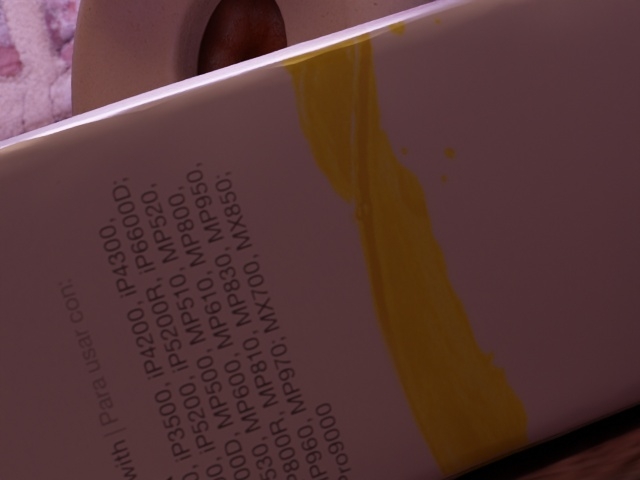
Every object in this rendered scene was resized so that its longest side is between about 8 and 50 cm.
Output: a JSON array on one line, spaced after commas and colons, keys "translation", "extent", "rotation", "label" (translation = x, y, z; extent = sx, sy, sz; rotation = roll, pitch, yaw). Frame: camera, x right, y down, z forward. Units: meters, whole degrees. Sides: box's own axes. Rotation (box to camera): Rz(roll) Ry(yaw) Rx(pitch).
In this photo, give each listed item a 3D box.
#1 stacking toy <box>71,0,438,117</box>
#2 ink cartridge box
[{"translation": [0.094, -0.107, 1.430], "extent": [0.480, 0.350, 0.351], "rotation": [4, -11, -42], "label": "stacking toy"}, {"translation": [0.009, 0.001, 0.782], "extent": [0.385, 0.160, 0.279], "rotation": [-20, 5, -19], "label": "ink cartridge box"}]
